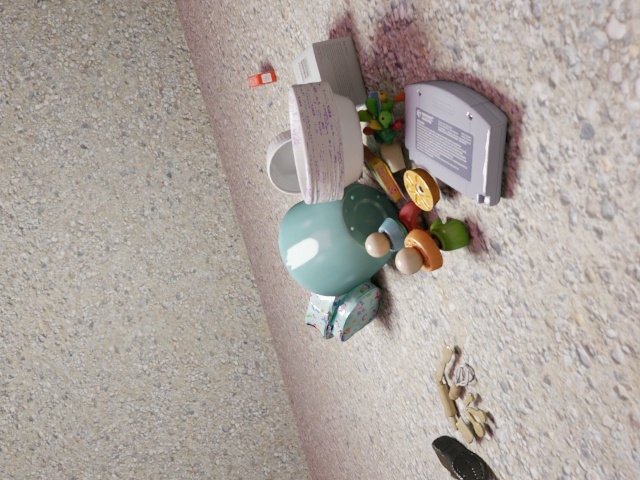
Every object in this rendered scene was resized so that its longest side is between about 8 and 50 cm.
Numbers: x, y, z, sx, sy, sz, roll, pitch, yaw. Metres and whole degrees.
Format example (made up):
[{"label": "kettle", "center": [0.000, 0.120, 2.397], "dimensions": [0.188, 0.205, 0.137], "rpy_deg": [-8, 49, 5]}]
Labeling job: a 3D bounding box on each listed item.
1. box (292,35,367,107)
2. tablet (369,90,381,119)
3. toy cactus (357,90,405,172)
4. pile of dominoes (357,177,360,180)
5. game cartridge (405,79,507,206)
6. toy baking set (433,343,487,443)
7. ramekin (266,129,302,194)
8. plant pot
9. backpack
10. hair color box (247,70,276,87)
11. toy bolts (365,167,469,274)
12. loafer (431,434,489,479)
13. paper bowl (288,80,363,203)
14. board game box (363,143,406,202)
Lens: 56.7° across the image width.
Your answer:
[{"label": "box", "center": [0.023, -0.429, 1.596], "dimensions": [0.181, 0.119, 0.182], "rpy_deg": [-175, 69, -71]}, {"label": "tablet", "center": [0.143, -0.336, 1.506], "dimensions": [0.054, 0.006, 0.083], "rpy_deg": [-156, 52, -67]}, {"label": "toy cactus", "center": [0.157, -0.252, 1.389], "dimensions": [0.181, 0.112, 0.219], "rpy_deg": [67, 170, -7]}, {"label": "pile of dominoes", "center": [0.044, -0.171, 1.811], "dimensions": [0.251, 0.040, 0.196], "rpy_deg": [30, 133, 48]}, {"label": "game cartridge", "center": [0.264, -0.212, 1.190], "dimensions": [0.294, 0.060, 0.196], "rpy_deg": [-132, 27, -52]}, {"label": "toy baking set", "center": [0.354, 0.390, 1.512], "dimensions": [0.256, 0.030, 0.197], "rpy_deg": [69, 159, 11]}, {"label": "ramekin", "center": [-0.080, -0.263, 1.930], "dimensions": [0.109, 0.207, 0.207], "rpy_deg": [-116, 18, -53]}, {"label": "plant pot", "center": [0.071, -0.020, 1.588], "dimensions": [0.235, 0.293, 0.293], "rpy_deg": [-33, 74, 52]}, {"label": "backpack", "center": [0.073, 0.169, 1.836], "dimensions": [0.191, 0.225, 0.254], "rpy_deg": [30, 133, 34]}, {"label": "hair color box", "center": [-0.222, -0.607, 2.238], "dimensions": [0.141, 0.072, 0.043], "rpy_deg": [-151, 47, -66]}, {"label": "toy bolts", "center": [0.186, -0.032, 1.351], "dimensions": [0.218, 0.158, 0.228], "rpy_deg": [61, 165, -8]}, {"label": "loafer", "center": [0.377, 0.597, 1.568], "dimensions": [0.078, 0.080, 0.220], "rpy_deg": [68, 169, -18]}, {"label": "paper bowl", "center": [0.015, -0.234, 1.415], "dimensions": [0.284, 0.148, 0.284], "rpy_deg": [173, 90, -84]}, {"label": "board game box", "center": [0.131, -0.192, 1.521], "dimensions": [0.124, 0.039, 0.259], "rpy_deg": [53, 179, -36]}]
